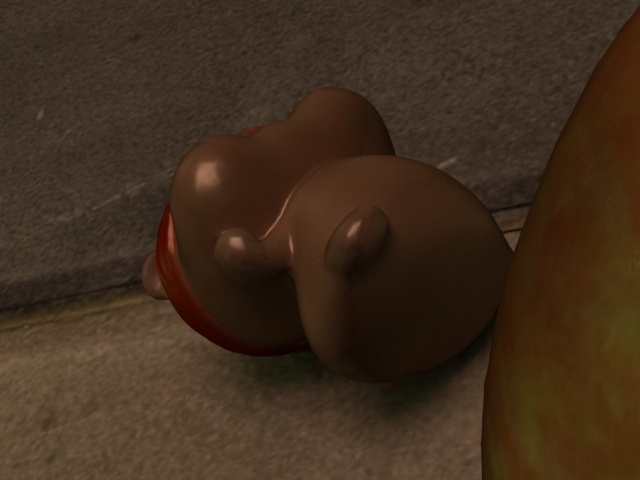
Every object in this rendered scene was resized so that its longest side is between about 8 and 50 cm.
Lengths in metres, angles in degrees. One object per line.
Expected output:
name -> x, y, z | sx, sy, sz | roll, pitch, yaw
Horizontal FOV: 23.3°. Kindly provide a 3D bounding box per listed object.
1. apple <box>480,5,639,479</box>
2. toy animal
apple -> 0.244, 0.058, 0.470 | 0.391, 0.391, 0.346 | -34, 37, -4
toy animal -> 0.000, 0.000, 0.903 | 0.197, 0.171, 0.171 | 18, 58, 42
